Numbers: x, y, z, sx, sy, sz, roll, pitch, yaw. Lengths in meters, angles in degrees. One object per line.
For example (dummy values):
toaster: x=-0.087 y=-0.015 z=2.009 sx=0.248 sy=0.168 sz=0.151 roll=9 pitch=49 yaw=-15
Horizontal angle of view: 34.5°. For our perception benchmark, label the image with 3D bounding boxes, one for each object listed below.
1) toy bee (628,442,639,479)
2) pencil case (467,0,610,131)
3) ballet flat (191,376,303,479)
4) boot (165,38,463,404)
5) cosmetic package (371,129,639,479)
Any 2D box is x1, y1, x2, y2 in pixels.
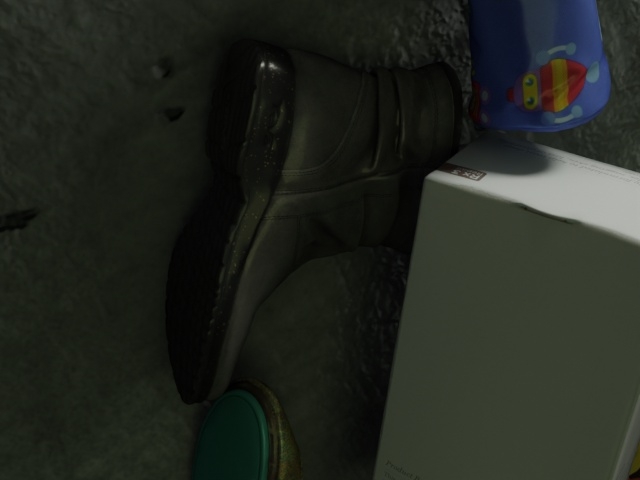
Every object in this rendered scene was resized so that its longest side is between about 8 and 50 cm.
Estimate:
toy bee: x=0.363 y=0.232 z=1.047 sx=0.298 sy=0.162 sz=0.195 roll=-9 pitch=122 yaw=-13
pencil case: x=0.157 y=-0.237 z=0.829 sx=0.119 sy=0.133 sz=0.306 roll=-9 pitch=113 yaw=12
ballet flat: x=-0.072 y=0.280 z=1.004 sx=0.123 sy=0.123 sz=0.348 roll=6 pitch=110 yaw=-22
boot: x=0.000 y=0.000 z=0.898 sx=0.223 sy=0.118 sz=0.338 roll=5 pitch=117 yaw=-29
cosmetic package: x=0.184 y=0.120 z=0.918 sx=0.156 sy=0.217 sz=0.385 roll=-33 pitch=139 yaw=-54
